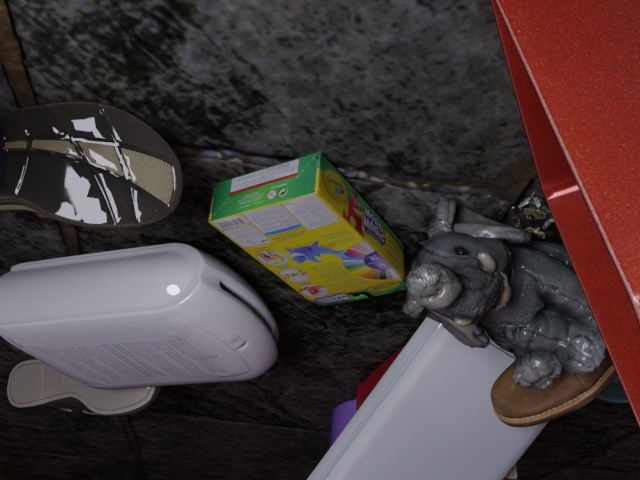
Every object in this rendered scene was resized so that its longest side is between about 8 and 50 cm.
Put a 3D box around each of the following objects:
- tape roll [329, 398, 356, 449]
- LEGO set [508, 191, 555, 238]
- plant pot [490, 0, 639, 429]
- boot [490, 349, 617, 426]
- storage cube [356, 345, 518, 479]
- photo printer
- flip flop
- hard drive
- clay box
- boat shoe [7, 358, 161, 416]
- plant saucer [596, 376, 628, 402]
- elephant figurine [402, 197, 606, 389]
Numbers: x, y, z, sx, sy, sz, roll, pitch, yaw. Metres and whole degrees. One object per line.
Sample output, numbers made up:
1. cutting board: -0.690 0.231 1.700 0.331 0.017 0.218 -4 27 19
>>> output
1. tape roll: 0.155 0.383 1.341 0.275 0.090 0.275 3 150 2
2. LEGO set: 0.217 -0.028 0.703 0.054 0.023 0.083 20 164 -2
3. plant pot: 0.282 -0.045 0.457 0.236 0.267 0.267 -20 144 14
4. boot: 0.296 0.097 0.787 0.115 0.112 0.305 35 116 -24
5. storage cube: 0.176 0.297 1.098 0.215 0.183 0.193 13 147 -13
6. photo printer: -0.218 0.106 0.898 0.307 0.107 0.256 -7 148 18
7. flip flop: -0.260 -0.062 0.637 0.277 0.112 0.080 -1 175 4
8. hard drive: 0.156 0.257 0.913 0.233 0.047 0.353 32 99 -22
9. clay box: 0.000 0.000 0.743 0.127 0.053 0.222 -13 147 27
10. boat shoe: -0.373 0.231 1.147 0.335 0.112 0.095 -7 166 29
11. plant saucer: 0.472 0.214 1.063 0.195 0.037 0.195 3 150 2
12. elephant figurine: 0.153 0.035 0.669 0.239 0.169 0.186 19 150 -18
